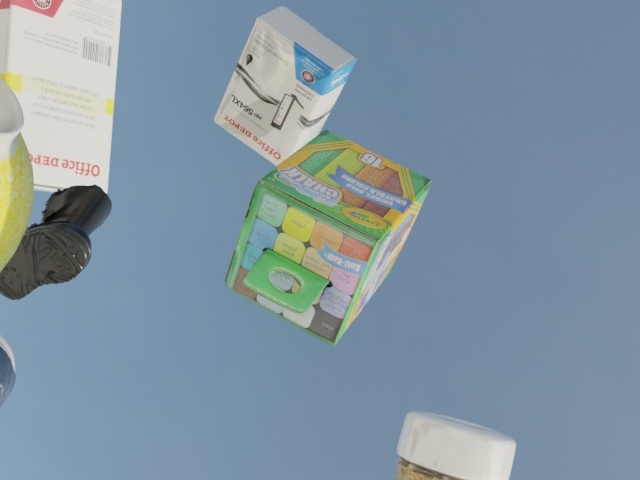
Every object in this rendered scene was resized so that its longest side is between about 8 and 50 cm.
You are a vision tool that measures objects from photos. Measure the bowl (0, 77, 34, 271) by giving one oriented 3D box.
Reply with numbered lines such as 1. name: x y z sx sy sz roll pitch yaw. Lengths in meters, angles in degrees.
1. bowl: -0.396 -0.103 0.946 0.156 0.289 0.289 -40 -106 21

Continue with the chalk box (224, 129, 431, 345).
1. chalk box: 0.000 0.000 0.920 0.132 0.213 0.132 28 -59 10

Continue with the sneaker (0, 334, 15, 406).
1. sneaker: -0.507 0.118 1.052 0.323 0.236 0.130 22 -86 -6

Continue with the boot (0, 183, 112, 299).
1. boot: -0.394 -0.021 1.453 0.246 0.207 0.094 -25 -65 43

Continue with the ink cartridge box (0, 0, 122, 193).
1. ink cartridge box: -0.525 -0.284 1.709 0.160 0.279 0.384 3 -92 28

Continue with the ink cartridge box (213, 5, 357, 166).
1. ink cartridge box: -0.058 -0.233 1.446 0.148 0.086 0.203 36 -52 9

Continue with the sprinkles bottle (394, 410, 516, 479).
1. sprinkles bottle: 0.107 0.364 0.973 0.121 0.121 0.355 11 -96 34
